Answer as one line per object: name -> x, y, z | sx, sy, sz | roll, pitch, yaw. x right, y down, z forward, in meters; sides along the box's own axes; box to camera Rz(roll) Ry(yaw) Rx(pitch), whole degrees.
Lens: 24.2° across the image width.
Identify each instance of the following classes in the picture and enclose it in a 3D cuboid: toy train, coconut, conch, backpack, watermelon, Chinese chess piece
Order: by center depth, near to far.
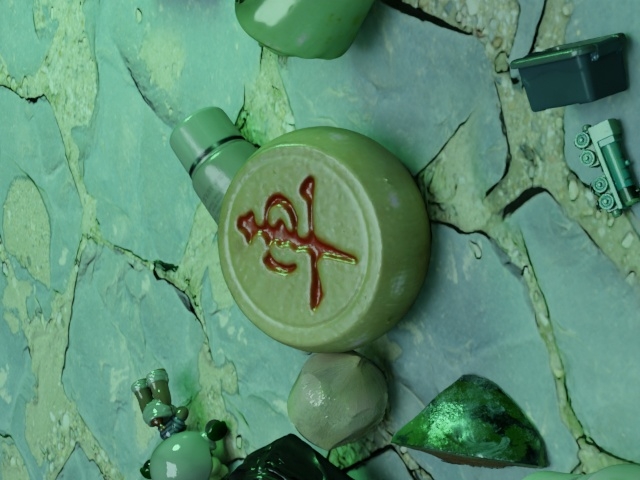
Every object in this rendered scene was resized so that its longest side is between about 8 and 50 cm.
toy train -> 0.269, -0.068, 1.390 | 0.045, 0.029, 0.092 | -26, 78, 34
watermelon -> 0.167, 0.197, 1.545 | 0.155, 0.080, 0.101 | 9, 67, 53
conch -> 0.006, -0.306, 1.616 | 0.137, 0.143, 0.250 | 29, 110, -1
Chinese chess piece -> 0.000, 0.000, 1.637 | 0.251, 0.097, 0.251 | 5, 99, 35
coconut -> 0.025, 0.172, 1.678 | 0.110, 0.110, 0.124 | 60, 138, 27
backpack -> -0.024, 0.340, 1.721 | 0.206, 0.133, 0.258 | 31, 134, 10

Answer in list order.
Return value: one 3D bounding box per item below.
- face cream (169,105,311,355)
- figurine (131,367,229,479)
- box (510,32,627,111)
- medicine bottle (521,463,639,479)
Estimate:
face cream -> -0.072, -0.022, 1.785 | 0.314, 0.089, 0.143 | 56, 131, 19
figurine -> -0.186, 0.266, 1.963 | 0.147, 0.093, 0.197 | -34, 59, 25
box -> 0.235, -0.155, 1.389 | 0.099, 0.074, 0.054 | -5, 105, 52
medicine bottle -> 0.295, 0.281, 1.291 | 0.293, 0.170, 0.170 | 0, 95, 51
